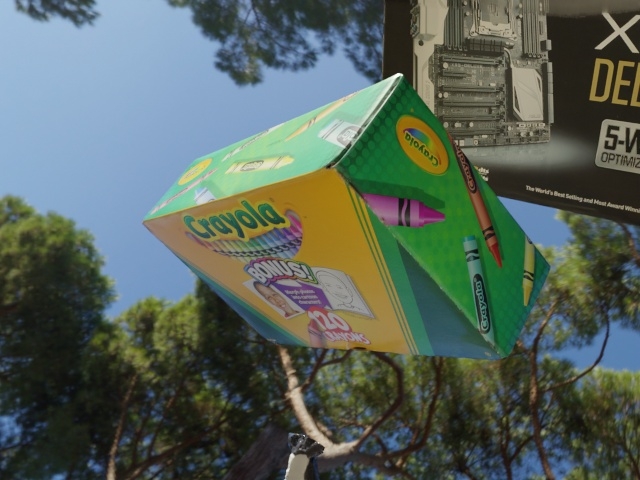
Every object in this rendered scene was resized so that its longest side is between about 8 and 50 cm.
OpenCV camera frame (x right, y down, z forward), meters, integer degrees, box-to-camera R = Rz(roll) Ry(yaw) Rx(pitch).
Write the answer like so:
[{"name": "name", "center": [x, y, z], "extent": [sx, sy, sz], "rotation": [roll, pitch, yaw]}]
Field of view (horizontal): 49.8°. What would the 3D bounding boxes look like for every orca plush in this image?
[{"name": "orca plush", "center": [-0.052, 0.413, 0.949], "extent": [0.151, 0.102, 0.287], "rotation": [-2, -113, 27]}]

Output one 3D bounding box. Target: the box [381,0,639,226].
[{"name": "box", "center": [0.204, -0.155, 0.609], "extent": [0.308, 0.076, 0.242], "rotation": [17, -59, 30]}]

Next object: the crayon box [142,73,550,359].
[{"name": "crayon box", "center": [0.000, 0.000, 0.505], "extent": [0.165, 0.081, 0.278], "rotation": [47, -28, -22]}]
